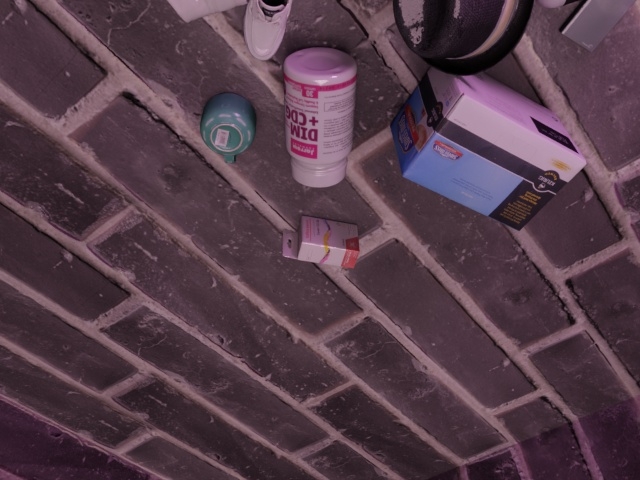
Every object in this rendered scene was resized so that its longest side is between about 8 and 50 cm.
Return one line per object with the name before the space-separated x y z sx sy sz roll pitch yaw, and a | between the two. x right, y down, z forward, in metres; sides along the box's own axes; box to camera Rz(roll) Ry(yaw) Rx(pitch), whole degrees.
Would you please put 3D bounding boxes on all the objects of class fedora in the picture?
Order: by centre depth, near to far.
fedora | 0.237 -0.466 1.134 0.334 0.152 0.334 25 130 33

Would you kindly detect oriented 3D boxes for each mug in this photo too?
mug | -0.209 -0.255 1.421 0.129 0.097 0.158 -25 126 17

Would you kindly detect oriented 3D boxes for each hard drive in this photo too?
hard drive | 0.599 -0.488 1.311 0.094 0.022 0.135 22 126 -20

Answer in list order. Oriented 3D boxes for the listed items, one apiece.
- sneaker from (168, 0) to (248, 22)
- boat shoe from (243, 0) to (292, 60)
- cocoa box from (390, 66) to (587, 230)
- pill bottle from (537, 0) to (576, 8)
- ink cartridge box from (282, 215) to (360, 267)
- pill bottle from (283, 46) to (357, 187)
sneaker | -0.272 -0.561 1.156 0.169 0.108 0.293 -18 130 8
boat shoe | -0.107 -0.485 1.241 0.095 0.084 0.258 6 129 -8
cocoa box | 0.370 -0.222 1.388 0.347 0.232 0.228 22 126 -20
pill bottle | 0.511 -0.557 1.146 0.322 0.182 0.182 -15 129 11
ink cartridge box | 0.000 0.000 1.633 0.198 0.115 0.067 8 130 -10
pill bottle | -0.002 -0.273 1.374 0.160 0.160 0.283 -1 130 -2
